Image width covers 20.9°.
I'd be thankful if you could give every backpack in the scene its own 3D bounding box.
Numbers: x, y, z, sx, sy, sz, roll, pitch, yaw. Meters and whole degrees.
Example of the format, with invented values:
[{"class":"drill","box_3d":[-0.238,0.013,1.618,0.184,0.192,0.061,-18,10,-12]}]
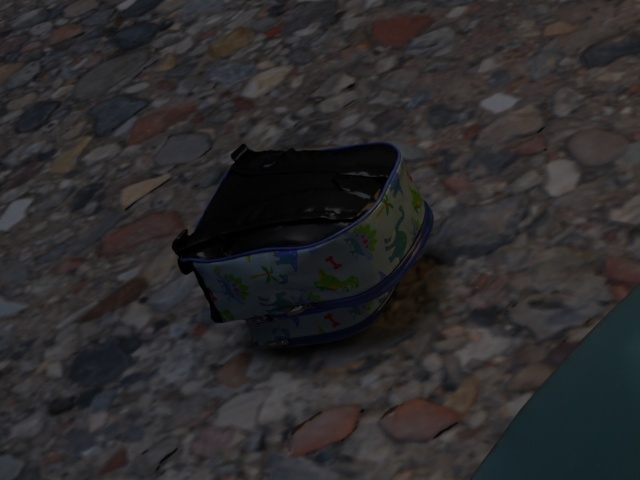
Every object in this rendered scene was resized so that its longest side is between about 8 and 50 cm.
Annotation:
[{"class":"backpack","box_3d":[0.000,0.000,0.904,0.114,0.084,0.105,-9,34,33]}]

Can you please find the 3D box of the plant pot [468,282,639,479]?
[{"class":"plant pot","box_3d":[0.195,0.139,0.377,0.293,0.293,0.235,-30,45,-8]}]
